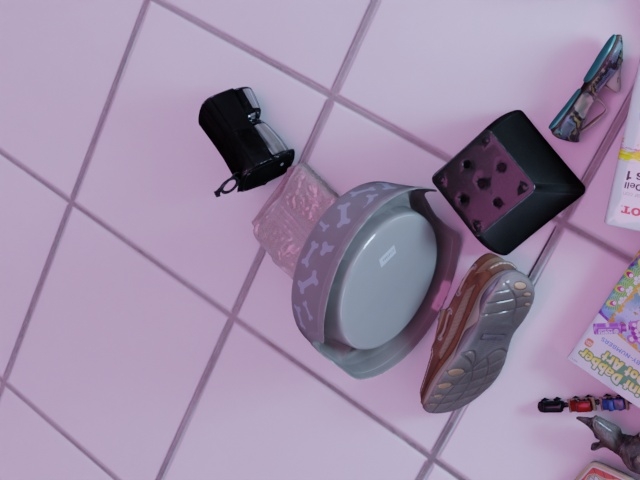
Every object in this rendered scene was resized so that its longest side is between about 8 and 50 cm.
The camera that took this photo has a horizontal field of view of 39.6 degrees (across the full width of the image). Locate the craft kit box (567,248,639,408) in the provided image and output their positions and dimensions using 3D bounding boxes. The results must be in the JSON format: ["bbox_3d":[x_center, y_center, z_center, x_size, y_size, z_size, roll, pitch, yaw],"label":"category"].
[{"bbox_3d":[0.565,0.158,1.410,0.250,0.061,0.246,35,111,23],"label":"craft kit box"}]

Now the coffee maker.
[{"bbox_3d":[-0.161,-0.196,1.714,0.178,0.171,0.120,55,131,16],"label":"coffee maker"}]

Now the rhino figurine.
[{"bbox_3d":[0.521,0.341,1.420,0.243,0.106,0.073,24,74,26],"label":"rhino figurine"}]

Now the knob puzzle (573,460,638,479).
[{"bbox_3d":[0.477,0.460,1.459,0.213,0.030,0.213,12,108,42],"label":"knob puzzle"}]

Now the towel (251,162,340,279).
[{"bbox_3d":[0.000,0.000,1.708,0.282,0.049,0.187,43,112,19],"label":"towel"}]

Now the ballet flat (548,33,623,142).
[{"bbox_3d":[0.449,-0.242,1.449,0.070,0.070,0.188,40,112,20],"label":"ballet flat"}]

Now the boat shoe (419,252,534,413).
[{"bbox_3d":[0.260,0.164,1.553,0.324,0.123,0.116,-64,32,26],"label":"boat shoe"}]

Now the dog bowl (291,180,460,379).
[{"bbox_3d":[0.092,0.058,1.508,0.102,0.349,0.349,26,105,37],"label":"dog bowl"}]

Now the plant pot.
[{"bbox_3d":[0.295,-0.095,1.475,0.188,0.167,0.187,-42,74,23],"label":"plant pot"}]

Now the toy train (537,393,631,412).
[{"bbox_3d":[0.442,0.275,1.492,0.158,0.036,0.027,-9,89,28],"label":"toy train"}]

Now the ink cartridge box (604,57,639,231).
[{"bbox_3d":[0.568,-0.137,1.351,0.201,0.117,0.278,14,100,27],"label":"ink cartridge box"}]
